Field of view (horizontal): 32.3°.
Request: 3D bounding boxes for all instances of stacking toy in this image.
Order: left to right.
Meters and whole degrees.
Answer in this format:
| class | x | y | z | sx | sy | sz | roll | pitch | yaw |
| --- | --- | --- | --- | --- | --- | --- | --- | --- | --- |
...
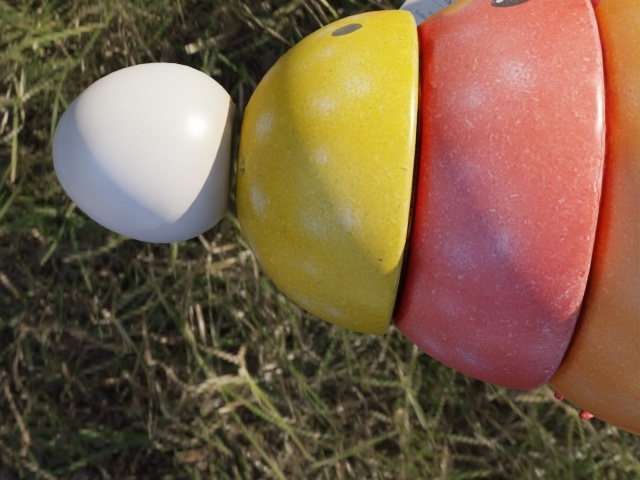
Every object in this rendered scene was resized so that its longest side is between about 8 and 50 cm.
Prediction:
| class | x | y | z | sx | sy | sz | roll | pitch | yaw |
| --- | --- | --- | --- | --- | --- | --- | --- | --- | --- |
| stacking toy | 0.068 | -0.040 | 0.711 | 0.480 | 0.350 | 0.350 | 4 | 116 | -4 |

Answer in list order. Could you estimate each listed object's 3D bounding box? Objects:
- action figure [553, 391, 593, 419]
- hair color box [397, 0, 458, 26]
| class | x | y | z | sx | sy | sz | roll | pitch | yaw |
| --- | --- | --- | --- | --- | --- | --- | --- | --- | --- |
| action figure | 0.489 | 0.150 | 1.788 | 0.139 | 0.091 | 0.280 | -25 | 145 | -43 |
| hair color box | 0.175 | -0.232 | 1.351 | 0.174 | 0.105 | 0.347 | 38 | 90 | 11 |
